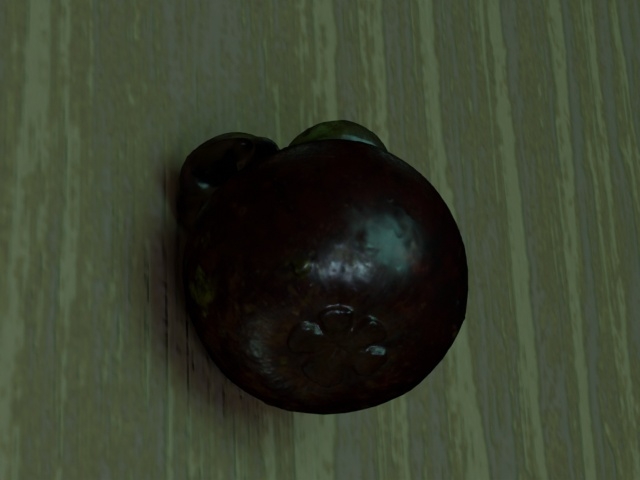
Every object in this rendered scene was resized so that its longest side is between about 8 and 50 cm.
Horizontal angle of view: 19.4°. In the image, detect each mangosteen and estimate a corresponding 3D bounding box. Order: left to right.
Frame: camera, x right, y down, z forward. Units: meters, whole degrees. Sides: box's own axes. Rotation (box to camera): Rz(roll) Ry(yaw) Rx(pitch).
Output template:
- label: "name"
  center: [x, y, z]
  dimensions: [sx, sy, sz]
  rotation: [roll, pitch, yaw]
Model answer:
- label: "mangosteen"
  center: [0.007, -0.001, 0.985]
  dimensions: [0.156, 0.146, 0.181]
  rotation: [46, 40, -26]
